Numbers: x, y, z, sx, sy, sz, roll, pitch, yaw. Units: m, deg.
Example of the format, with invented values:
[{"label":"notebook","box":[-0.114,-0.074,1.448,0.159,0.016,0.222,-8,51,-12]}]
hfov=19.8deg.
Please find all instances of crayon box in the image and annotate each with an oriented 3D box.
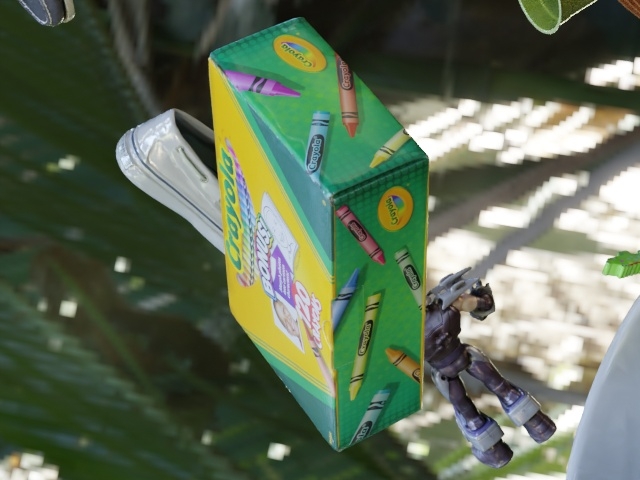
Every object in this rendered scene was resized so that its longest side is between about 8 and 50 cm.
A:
[{"label":"crayon box","box":[0.000,0.000,1.314,0.081,0.165,0.278,-24,-39,-19]}]

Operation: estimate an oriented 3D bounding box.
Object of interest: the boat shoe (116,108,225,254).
[{"label":"boat shoe","box":[-0.076,-0.041,1.629,0.226,0.076,0.083,29,-138,-39]}]

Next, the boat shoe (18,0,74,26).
[{"label":"boat shoe","box":[-0.276,-0.241,1.431,0.065,0.206,0.075,-45,17,-21]}]

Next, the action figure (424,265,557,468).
[{"label":"action figure","box":[0.159,0.148,2.193,0.285,0.185,0.099,53,-178,-25]}]

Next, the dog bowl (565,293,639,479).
[{"label":"dog bowl","box":[0.297,0.155,1.428,0.349,0.102,0.349,-160,90,-82]}]

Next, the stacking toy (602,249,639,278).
[{"label":"stacking toy","box":[0.401,-0.033,1.818,0.052,0.221,0.167,-118,29,-43]}]

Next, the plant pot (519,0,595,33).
[{"label":"plant pot","box":[0.245,-0.255,1.799,0.083,0.079,0.083,53,156,35]}]

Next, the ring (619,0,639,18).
[{"label":"ring","box":[0.417,-0.194,1.670,0.336,0.336,0.032,50,-121,-75]}]
